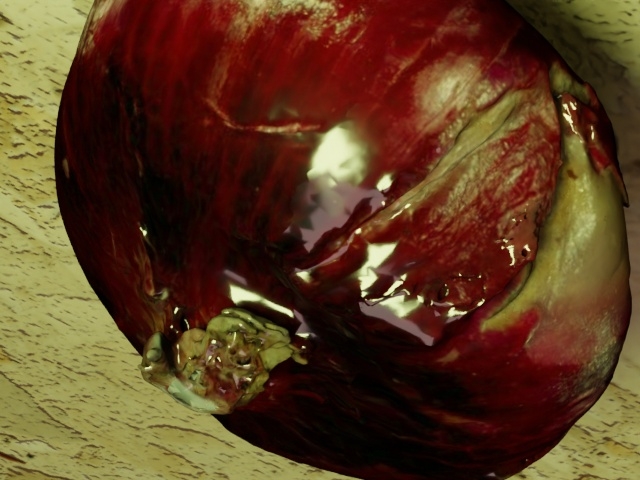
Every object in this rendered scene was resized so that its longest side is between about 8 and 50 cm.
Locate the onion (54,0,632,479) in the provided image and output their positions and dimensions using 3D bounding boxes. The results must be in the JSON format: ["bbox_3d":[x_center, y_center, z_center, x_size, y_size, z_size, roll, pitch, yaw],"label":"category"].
[{"bbox_3d":[0.000,0.000,0.873,0.314,0.232,0.314,28,151,17],"label":"onion"}]
